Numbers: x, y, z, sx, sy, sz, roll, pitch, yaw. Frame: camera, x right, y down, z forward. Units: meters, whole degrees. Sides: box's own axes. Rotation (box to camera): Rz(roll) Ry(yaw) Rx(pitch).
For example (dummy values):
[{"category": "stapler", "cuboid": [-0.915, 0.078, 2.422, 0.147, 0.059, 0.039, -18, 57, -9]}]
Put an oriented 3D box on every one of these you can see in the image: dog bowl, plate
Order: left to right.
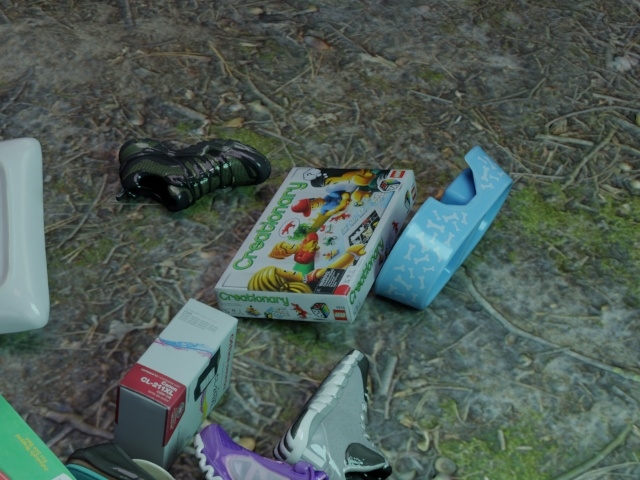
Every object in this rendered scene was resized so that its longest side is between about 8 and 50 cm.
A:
[{"category": "plate", "cuboid": [-0.493, -0.005, 1.736, 0.277, 0.045, 0.277, -7, 66, -3]}, {"category": "dog bowl", "cuboid": [0.180, -0.014, 1.904, 0.074, 0.166, 0.297, 33, 44, 10]}]

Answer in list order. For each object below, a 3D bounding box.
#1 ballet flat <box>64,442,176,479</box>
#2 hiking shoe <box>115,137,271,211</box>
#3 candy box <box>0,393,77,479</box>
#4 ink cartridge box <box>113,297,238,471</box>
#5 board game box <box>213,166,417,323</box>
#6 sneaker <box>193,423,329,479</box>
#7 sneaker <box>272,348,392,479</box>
[{"category": "ballet flat", "cuboid": [-0.166, 0.304, 1.514, 0.280, 0.095, 0.096, 32, 33, 25]}, {"category": "hiking shoe", "cuboid": [-0.186, -0.085, 1.991, 0.226, 0.086, 0.114, 1, 54, -1]}, {"category": "candy box", "cuboid": [-0.417, 0.315, 1.401, 0.317, 0.122, 0.268, -32, 65, -36]}, {"category": "ink cartridge box", "cuboid": [-0.173, 0.174, 1.633, 0.072, 0.127, 0.175, 22, 42, 14]}, {"category": "board game box", "cuboid": [0.000, 0.000, 1.889, 0.192, 0.053, 0.305, 2, 36, 22]}, {"category": "sneaker", "cuboid": [-0.046, 0.282, 1.530, 0.104, 0.095, 0.236, -47, 61, 0]}, {"category": "sneaker", "cuboid": [0.038, 0.234, 1.655, 0.132, 0.086, 0.229, 38, 36, 3]}]
